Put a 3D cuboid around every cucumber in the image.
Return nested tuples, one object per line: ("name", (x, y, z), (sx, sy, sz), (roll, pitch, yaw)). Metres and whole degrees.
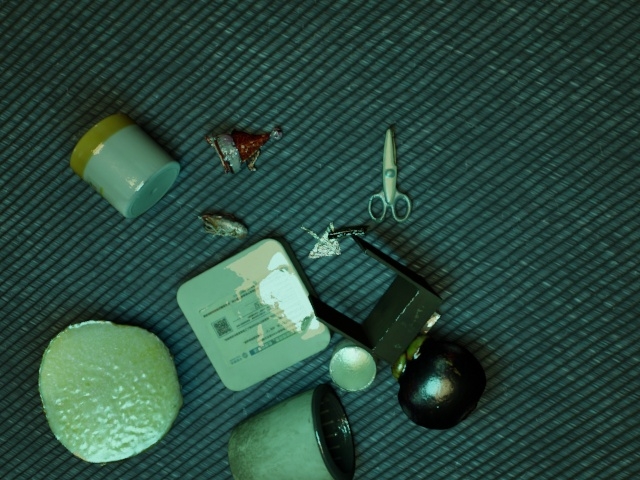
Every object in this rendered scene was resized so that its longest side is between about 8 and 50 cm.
("cucumber", (0.088, -0.027, 1.659), (0.134, 0.033, 0.034), (-3, 57, 6))

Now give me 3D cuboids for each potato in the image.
("potato", (-0.666, 0.475, 1.687), (0.385, 0.319, 0.442), (-26, 82, -31))

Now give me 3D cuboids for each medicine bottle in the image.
("medicine bottle", (0.103, 0.379, 1.644), (0.147, 0.143, 0.148), (1, 95, 8))
("medicine bottle", (-0.591, -0.224, 1.619), (0.232, 0.238, 0.238), (43, 99, 0))

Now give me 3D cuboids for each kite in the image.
("kite", (0.000, 0.000, 1.685), (0.156, 0.011, 0.139), (36, 97, 2))

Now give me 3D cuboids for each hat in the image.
("hat", (-0.227, -0.304, 1.648), (0.227, 0.129, 0.140), (-25, 70, -9))

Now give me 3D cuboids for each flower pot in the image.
("flower pot", (-0.095, 0.627, 1.626), (0.329, 0.293, 0.294), (-21, 93, 13))

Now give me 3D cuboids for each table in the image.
("table", (0.151, 0.166, 1.551), (0.281, 0.196, 0.251), (32, 100, -16))

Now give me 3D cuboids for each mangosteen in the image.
("mangosteen", (0.324, 0.403, 1.571), (0.302, 0.275, 0.275), (42, 99, 21))

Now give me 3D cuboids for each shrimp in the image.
("shrimp", (-0.320, -0.051, 1.691), (0.190, 0.075, 0.073), (15, 117, 0))

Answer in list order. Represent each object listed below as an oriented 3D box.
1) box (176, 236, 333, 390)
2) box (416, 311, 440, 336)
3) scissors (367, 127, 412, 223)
("box", (-0.205, 0.234, 1.684), (0.395, 0.111, 0.397), (-28, 93, 9))
("box", (0.320, 0.262, 1.658), (0.050, 0.036, 0.117), (35, 98, 2))
("scissors", (0.212, -0.196, 1.622), (0.137, 0.041, 0.290), (-1, 99, 6))
